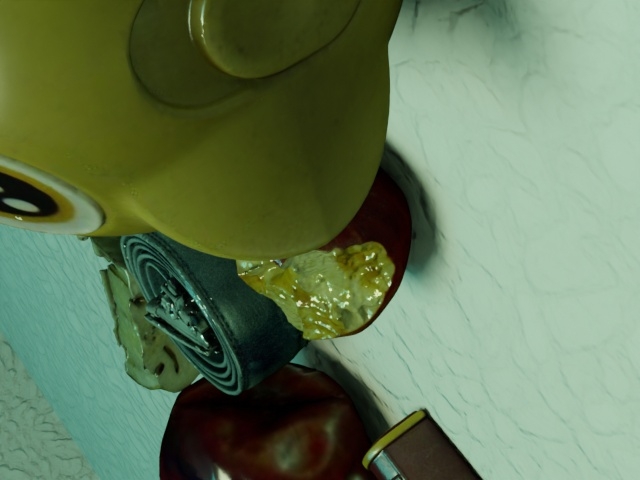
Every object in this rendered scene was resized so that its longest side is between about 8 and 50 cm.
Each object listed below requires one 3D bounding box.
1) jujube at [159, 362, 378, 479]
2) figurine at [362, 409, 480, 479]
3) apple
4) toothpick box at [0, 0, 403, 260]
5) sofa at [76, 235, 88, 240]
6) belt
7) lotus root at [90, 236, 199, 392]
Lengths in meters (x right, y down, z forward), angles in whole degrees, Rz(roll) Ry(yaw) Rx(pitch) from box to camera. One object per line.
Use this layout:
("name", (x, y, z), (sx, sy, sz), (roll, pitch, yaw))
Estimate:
("jujube", (-0.031, 0.300, 1.417), (0.258, 0.258, 0.376), (29, 152, 53))
("figurine", (0.103, 0.254, 1.236), (0.154, 0.098, 0.082), (53, 154, 24))
("apple", (0.003, -0.003, 1.070), (0.156, 0.147, 0.158), (13, 150, 18))
("toothpick box", (-0.156, -0.205, 0.794), (0.425, 0.409, 0.409), (34, 147, 41))
("sofa", (-0.219, -0.149, 1.316), (0.210, 0.176, 0.225), (58, 159, 4))
("belt", (-0.121, 0.053, 1.315), (0.206, 0.116, 0.267), (62, 160, -15))
("lotus root", (-0.214, 0.084, 1.662), (0.119, 0.138, 0.235), (27, 141, 46))
